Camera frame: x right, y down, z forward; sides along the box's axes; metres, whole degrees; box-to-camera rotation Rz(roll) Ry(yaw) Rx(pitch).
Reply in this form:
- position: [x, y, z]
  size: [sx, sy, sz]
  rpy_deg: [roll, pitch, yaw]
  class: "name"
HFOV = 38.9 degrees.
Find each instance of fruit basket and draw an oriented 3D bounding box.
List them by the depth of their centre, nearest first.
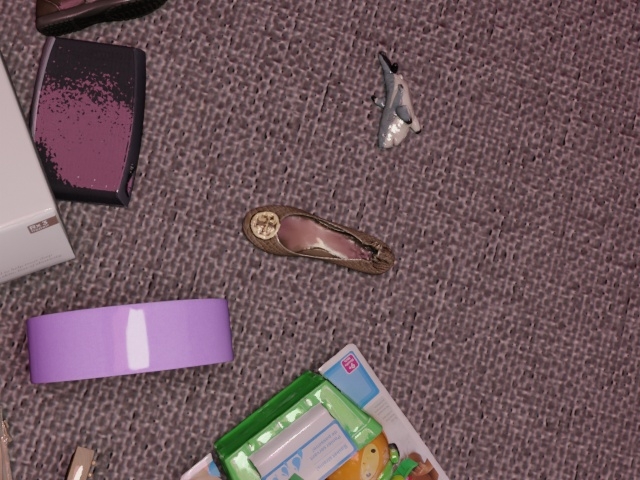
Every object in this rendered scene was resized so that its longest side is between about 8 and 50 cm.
- position: [0.023, 0.385, 1.335]
  size: [0.327, 0.165, 0.353]
  rpy_deg: [-36, 94, -13]
  class: "fruit basket"

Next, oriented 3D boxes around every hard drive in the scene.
- position: [-0.359, -0.186, 1.388]
  size: [0.172, 0.054, 0.254]
  rpy_deg: [6, 82, -10]
  class: "hard drive"

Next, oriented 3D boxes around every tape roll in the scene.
- position: [-0.261, 0.139, 1.253]
  size: [0.275, 0.275, 0.090]
  rpy_deg: [-6, 84, -11]
  class: "tape roll"

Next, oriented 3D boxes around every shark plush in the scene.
- position: [0.113, -0.235, 1.486]
  size: [0.067, 0.073, 0.161]
  rpy_deg: [-13, 90, 18]
  class: "shark plush"

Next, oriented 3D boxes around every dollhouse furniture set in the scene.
- position: [-0.315, 0.392, 1.292]
  size: [0.123, 0.144, 0.151]
  rpy_deg: [18, 65, -13]
  class: "dollhouse furniture set"

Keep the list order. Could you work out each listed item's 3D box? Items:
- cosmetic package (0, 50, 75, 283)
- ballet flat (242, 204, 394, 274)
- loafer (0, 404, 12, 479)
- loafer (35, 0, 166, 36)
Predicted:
- position: [-0.504, -0.126, 1.243]
  size: [0.217, 0.156, 0.385]
  rpy_deg: [-19, 68, -12]
  class: "cosmetic package"
- position: [0.000, 0.000, 1.430]
  size: [0.250, 0.058, 0.084]
  rpy_deg: [18, 79, -8]
  class: "ballet flat"
- position: [-0.466, 0.299, 1.317]
  size: [0.039, 0.045, 0.125]
  rpy_deg: [3, 89, -27]
  class: "loafer"
- position: [-0.339, -0.383, 1.404]
  size: [0.220, 0.080, 0.078]
  rpy_deg: [-17, 87, -12]
  class: "loafer"
